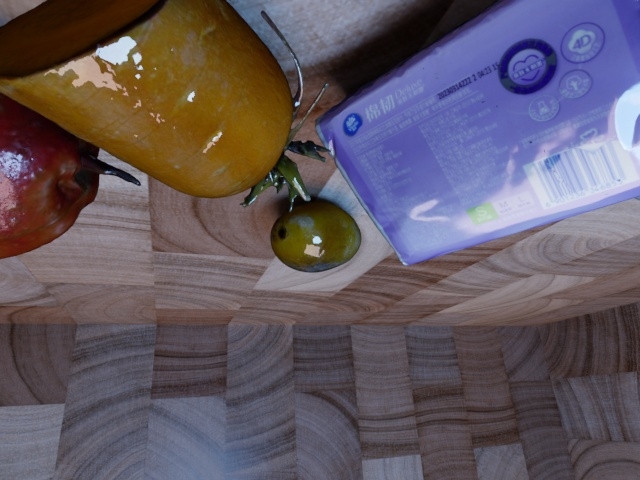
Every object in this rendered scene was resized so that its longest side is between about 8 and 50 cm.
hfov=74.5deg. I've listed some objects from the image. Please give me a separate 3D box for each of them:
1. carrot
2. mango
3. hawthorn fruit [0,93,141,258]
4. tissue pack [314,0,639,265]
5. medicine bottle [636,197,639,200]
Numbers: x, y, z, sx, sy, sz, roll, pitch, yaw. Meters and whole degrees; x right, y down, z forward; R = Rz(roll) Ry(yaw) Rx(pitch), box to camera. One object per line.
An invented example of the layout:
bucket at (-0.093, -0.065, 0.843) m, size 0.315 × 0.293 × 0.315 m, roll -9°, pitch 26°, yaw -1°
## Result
carrot at (-0.132, -0.156, 0.458) m, size 0.193 × 0.214 × 0.331 m, roll 28°, pitch 174°, yaw 36°
mango at (0.000, 0.000, 0.947) m, size 0.192 × 0.146 × 0.316 m, roll -9°, pitch 172°, yaw 15°
hawthorn fruit at (-0.372, -0.088, 0.496) m, size 0.300 × 0.254 × 0.254 m, roll 14°, pitch 155°, yaw -10°
tissue pack at (0.195, -0.133, 0.505) m, size 0.338 × 0.160 × 0.242 m, roll -21°, pitch 111°, yaw 38°
medicine bottle at (0.619, -0.180, 0.602) m, size 0.282 × 0.123 × 0.375 m, roll 11°, pitch 153°, yaw -36°
